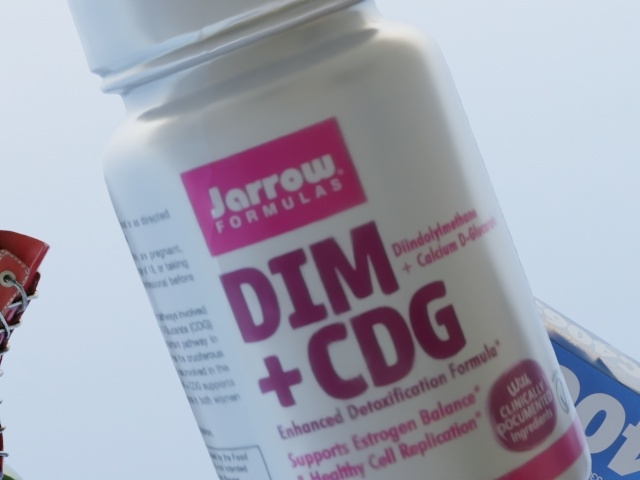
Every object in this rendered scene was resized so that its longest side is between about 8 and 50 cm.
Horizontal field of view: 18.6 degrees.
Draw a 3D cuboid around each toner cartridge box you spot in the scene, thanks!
[{"bbox_3d":[0.248,0.196,1.559,0.348,0.165,0.075,32,-160,1],"label":"toner cartridge box"}]

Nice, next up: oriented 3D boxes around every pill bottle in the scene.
[{"bbox_3d":[0.000,0.000,0.858,0.160,0.160,0.283,-24,-83,-27],"label":"pill bottle"}]

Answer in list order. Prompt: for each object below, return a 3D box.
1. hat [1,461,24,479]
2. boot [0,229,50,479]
[{"bbox_3d":[-0.231,0.180,1.351,0.208,0.183,0.173,22,-121,-31],"label":"hat"},{"bbox_3d":[-0.196,0.095,1.128,0.176,0.088,0.244,-41,-107,1],"label":"boot"}]
